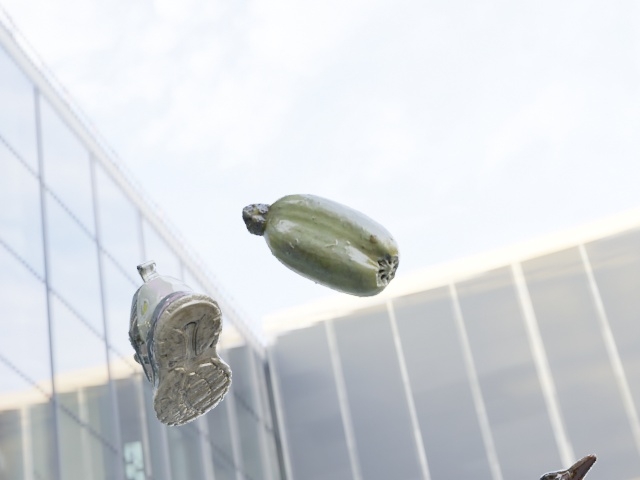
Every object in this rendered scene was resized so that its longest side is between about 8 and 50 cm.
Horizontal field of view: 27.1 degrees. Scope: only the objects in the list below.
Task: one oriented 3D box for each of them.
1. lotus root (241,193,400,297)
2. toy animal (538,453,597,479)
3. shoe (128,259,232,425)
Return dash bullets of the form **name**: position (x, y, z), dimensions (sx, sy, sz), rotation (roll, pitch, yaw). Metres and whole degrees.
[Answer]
- **lotus root**: position (0.000, 0.000, 1.448), dimensions (0.183, 0.090, 0.077), rotation (21, -15, 18)
- **toy animal**: position (0.314, 0.369, 1.379), dimensions (0.185, 0.298, 0.122), rotation (-27, -23, 23)
- **shoe**: position (-0.149, 0.102, 1.306), dimensions (0.089, 0.092, 0.180), rotation (-27, -40, -24)
